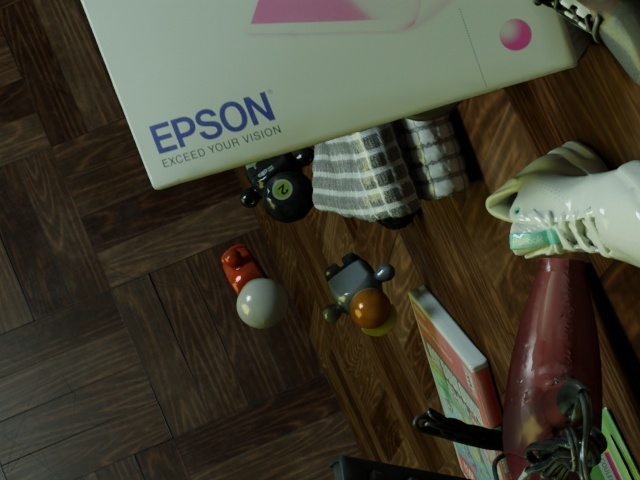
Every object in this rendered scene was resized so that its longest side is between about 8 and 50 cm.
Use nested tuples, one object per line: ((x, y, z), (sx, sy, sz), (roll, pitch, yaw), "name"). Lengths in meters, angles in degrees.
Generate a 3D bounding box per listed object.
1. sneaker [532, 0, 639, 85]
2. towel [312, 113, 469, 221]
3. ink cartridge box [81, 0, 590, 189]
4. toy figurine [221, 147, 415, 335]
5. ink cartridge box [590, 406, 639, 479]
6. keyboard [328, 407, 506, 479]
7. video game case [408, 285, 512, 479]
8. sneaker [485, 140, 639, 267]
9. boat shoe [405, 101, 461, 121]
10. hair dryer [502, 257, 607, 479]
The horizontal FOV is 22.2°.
((0.158, -0.151, 0.998), (0.061, 0.065, 0.158), (85, 161, -64), "sneaker")
((0.035, -0.140, 1.625), (0.284, 0.121, 0.235), (-167, 55, -80), "towel")
((-0.023, -0.230, 1.100), (0.330, 0.324, 0.071), (69, -158, -14), "ink cartridge box")
((0.000, 0.000, 1.869), (0.148, 0.209, 0.213), (-124, 46, -62), "toy figurine")
((0.238, 0.227, 1.501), (0.209, 0.062, 0.109), (104, 144, -76), "ink cartridge box")
((0.153, 0.215, 1.316), (0.033, 0.317, 0.201), (-57, 30, 35), "keyboard")
((0.184, 0.215, 1.953), (0.204, 0.025, 0.285), (-127, 17, -60), "video game case")
((0.179, -0.011, 1.132), (0.212, 0.094, 0.080), (-142, 31, -73), "sneaker")
((0.056, -0.236, 1.336), (0.104, 0.111, 0.307), (68, -174, -79), "boat shoe")
((0.194, 0.129, 1.236), (0.293, 0.080, 0.223), (-89, 9, -46), "hair dryer")
